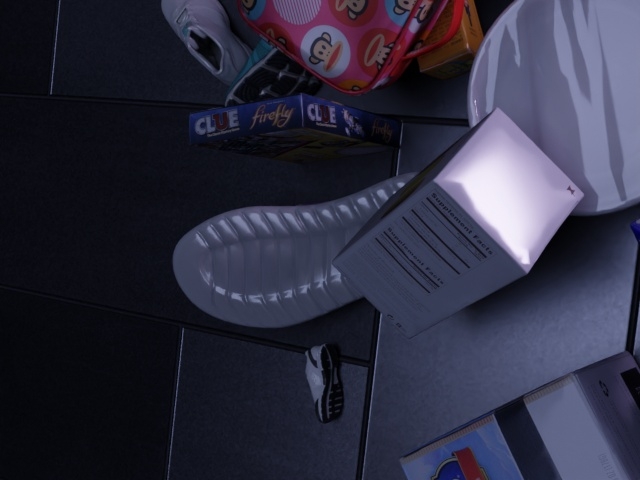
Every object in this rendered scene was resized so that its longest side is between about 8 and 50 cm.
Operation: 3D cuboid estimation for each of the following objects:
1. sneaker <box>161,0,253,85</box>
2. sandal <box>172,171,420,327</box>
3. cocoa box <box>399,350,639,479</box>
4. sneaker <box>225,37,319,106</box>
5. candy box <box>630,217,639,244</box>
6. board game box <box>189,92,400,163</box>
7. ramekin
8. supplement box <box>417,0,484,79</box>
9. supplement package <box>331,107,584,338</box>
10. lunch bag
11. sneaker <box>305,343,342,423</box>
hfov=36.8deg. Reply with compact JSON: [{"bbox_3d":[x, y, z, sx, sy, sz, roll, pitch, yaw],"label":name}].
[{"bbox_3d":[-0.177,-0.306,1.403,0.212,0.094,0.080,47,113,23],"label":"sneaker"},{"bbox_3d":[0.003,0.015,1.294,0.416,0.102,0.169,-12,98,18],"label":"sandal"},{"bbox_3d":[0.288,0.329,1.031,0.228,0.231,0.347,-33,72,27],"label":"cocoa box"},{"bbox_3d":[-0.037,-0.280,1.334,0.275,0.107,0.110,-50,47,15],"label":"sneaker"},{"bbox_3d":[0.473,-0.030,0.852,0.317,0.268,0.122,-30,97,7],"label":"candy box"},{"bbox_3d":[-0.027,-0.138,1.223,0.165,0.243,0.042,-5,86,31],"label":"board game box"},{"bbox_3d":[0.313,-0.159,1.086,0.273,0.127,0.273,0,89,31],"label":"ramekin"},{"bbox_3d":[0.142,-0.326,1.221,0.080,0.078,0.233,-22,78,29],"label":"supplement box"},{"bbox_3d":[0.144,-0.012,1.064,0.134,0.139,0.244,44,147,-3],"label":"supplement package"},{"bbox_3d":[0.062,-0.326,1.140,0.258,0.120,0.293,38,116,13],"label":"lunch bag"},{"bbox_3d":[0.002,0.196,1.325,0.043,0.040,0.109,-8,81,47],"label":"sneaker"}]
